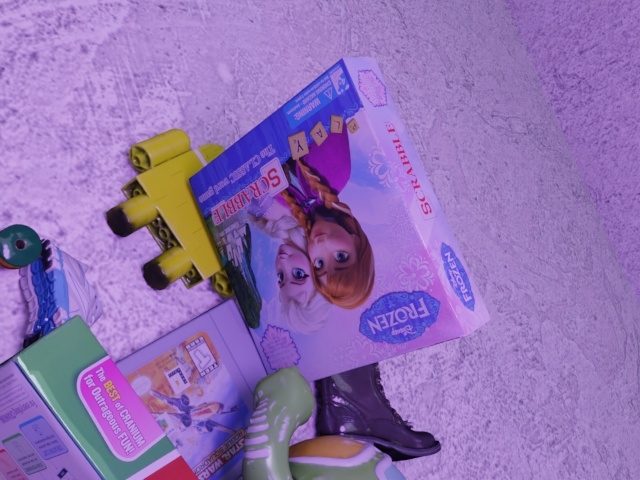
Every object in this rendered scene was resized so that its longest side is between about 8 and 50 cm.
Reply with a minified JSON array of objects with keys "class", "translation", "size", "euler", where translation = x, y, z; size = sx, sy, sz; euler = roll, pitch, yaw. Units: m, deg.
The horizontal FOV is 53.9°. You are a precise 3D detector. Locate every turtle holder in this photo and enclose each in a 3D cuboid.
[{"class":"turtle holder","translation":[-0.008,0.333,0.739],"size":[0.320,0.243,0.227],"euler":[42,27,3]}]

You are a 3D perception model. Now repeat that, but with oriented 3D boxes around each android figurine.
[{"class":"android figurine","translation":[-0.167,-0.044,0.905],"size":[0.273,0.056,0.248],"euler":[-37,97,-49]}]

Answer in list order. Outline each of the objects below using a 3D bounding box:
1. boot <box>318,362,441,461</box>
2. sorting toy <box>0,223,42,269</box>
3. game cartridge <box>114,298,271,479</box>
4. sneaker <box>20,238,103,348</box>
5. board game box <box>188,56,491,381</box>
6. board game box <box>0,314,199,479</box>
[{"class":"boot","translation":[0.083,0.226,0.993],"size":[0.263,0.091,0.229],"euler":[18,56,-38]},{"class":"sorting toy","translation":[-0.415,0.018,0.591],"size":[0.274,0.046,0.132],"euler":[22,62,-42]},{"class":"game cartridge","translation":[-0.164,0.211,0.763],"size":[0.297,0.062,0.198],"euler":[-29,87,-51]},{"class":"sneaker","translation":[-0.272,0.087,0.688],"size":[0.083,0.071,0.190],"euler":[32,34,-49]},{"class":"board game box","translation":[0.000,0.000,0.769],"size":[0.066,0.319,0.318],"euler":[-18,82,-47]},{"class":"board game box","translation":[-0.199,0.243,0.555],"size":[0.316,0.242,0.064],"euler":[57,37,-7]}]
